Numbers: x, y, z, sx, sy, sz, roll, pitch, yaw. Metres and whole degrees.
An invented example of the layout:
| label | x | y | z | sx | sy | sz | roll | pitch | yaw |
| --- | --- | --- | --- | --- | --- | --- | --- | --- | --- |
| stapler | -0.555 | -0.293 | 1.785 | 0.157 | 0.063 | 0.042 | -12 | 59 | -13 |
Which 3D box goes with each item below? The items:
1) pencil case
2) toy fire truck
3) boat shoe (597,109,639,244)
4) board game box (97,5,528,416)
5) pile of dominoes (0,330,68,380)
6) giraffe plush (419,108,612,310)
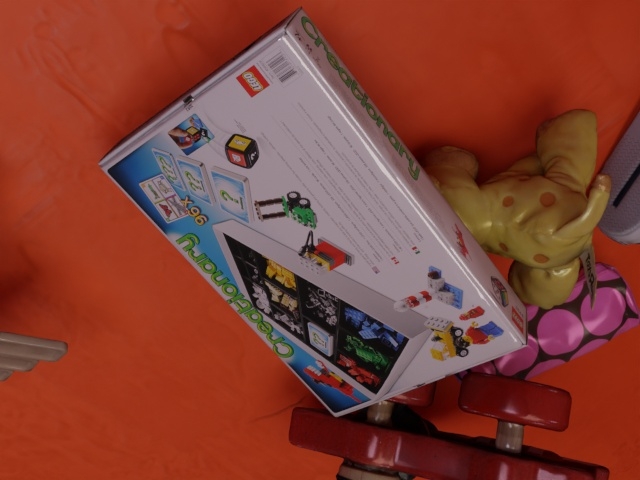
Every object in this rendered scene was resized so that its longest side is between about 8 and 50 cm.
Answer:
| label | x | y | z | sx | sy | sz | roll | pitch | yaw |
| --- | --- | --- | --- | --- | --- | --- | --- | --- | --- |
| pencil case | 0.239 | 0.094 | 0.824 | 0.209 | 0.095 | 0.098 | -25 | 107 | -6 |
| toy fire truck | 0.133 | 0.225 | 0.775 | 0.254 | 0.302 | 0.169 | 36 | 63 | -63 |
| boat shoe | 0.395 | -0.133 | 0.724 | 0.119 | 0.121 | 0.335 | 6 | 132 | -33 |
| board game box | 0.000 | 0.000 | 0.591 | 0.193 | 0.053 | 0.305 | -27 | 114 | 29 |
| pile of dominoes | -0.345 | 0.076 | 0.577 | 0.251 | 0.040 | 0.196 | -22 | 146 | 27 |
| giraffe plush | 0.147 | -0.023 | 0.672 | 0.171 | 0.210 | 0.181 | 7 | 118 | 7 |
